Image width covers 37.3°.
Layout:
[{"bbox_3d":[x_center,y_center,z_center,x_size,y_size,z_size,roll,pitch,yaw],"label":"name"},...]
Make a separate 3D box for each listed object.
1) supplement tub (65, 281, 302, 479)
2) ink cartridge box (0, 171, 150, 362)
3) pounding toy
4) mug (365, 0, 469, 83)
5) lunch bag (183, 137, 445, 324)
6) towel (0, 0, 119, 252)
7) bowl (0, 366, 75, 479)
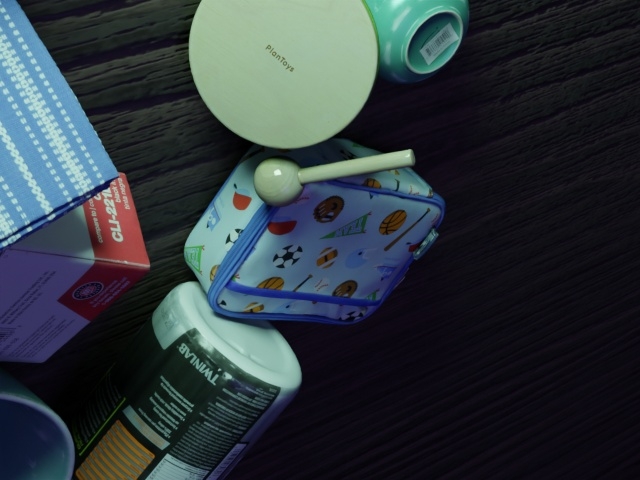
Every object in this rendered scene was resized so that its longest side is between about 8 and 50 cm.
[{"bbox_3d":[-0.186,0.221,1.140,0.316,0.193,0.194,-50,142,13],"label":"supplement tub"},{"bbox_3d":[-0.323,0.013,0.828,0.197,0.114,0.273,-37,150,32],"label":"ink cartridge box"},{"bbox_3d":[-0.018,-0.168,0.947,0.183,0.110,0.236,-17,106,16],"label":"pounding toy"},{"bbox_3d":[0.094,-0.241,0.989,0.130,0.097,0.157,-15,137,-30],"label":"mug"},{"bbox_3d":[0.000,0.000,1.146,0.303,0.115,0.243,11,122,-45],"label":"lunch bag"},{"bbox_3d":[-0.330,-0.067,0.657,0.336,0.243,0.040,-36,-169,-37],"label":"towel"},{"bbox_3d":[-0.424,0.210,0.947,0.312,0.163,0.311,-24,140,-22],"label":"bowl"}]
